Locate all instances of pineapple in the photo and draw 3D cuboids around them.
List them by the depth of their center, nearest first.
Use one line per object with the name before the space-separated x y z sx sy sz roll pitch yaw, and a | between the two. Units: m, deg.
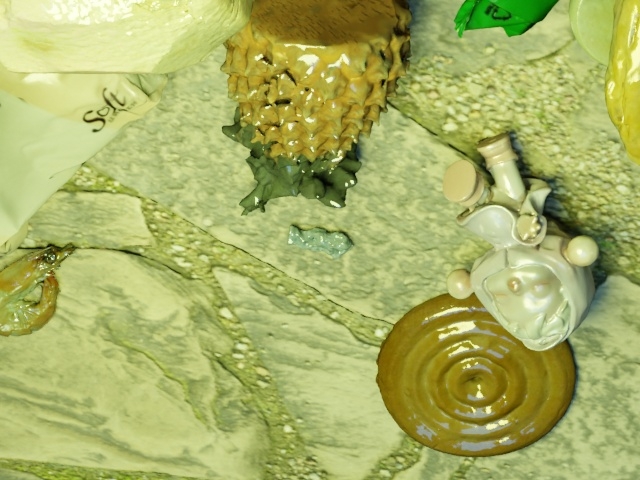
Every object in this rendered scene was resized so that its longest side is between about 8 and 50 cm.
pineapple | -0.018 -0.154 1.859 0.223 0.223 0.357 12 138 0

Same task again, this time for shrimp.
shrimp | -0.377 0.066 2.097 0.099 0.041 0.180 42 114 -17

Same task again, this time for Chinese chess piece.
Chinese chess piece | 0.353 -0.263 1.826 0.144 0.058 0.144 2 121 3

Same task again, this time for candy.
candy | 0.224 -0.273 1.767 0.141 0.203 0.078 -38 78 27

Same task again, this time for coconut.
coconut | -0.231 -0.313 1.618 0.309 0.297 0.297 2 119 11

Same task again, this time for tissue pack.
tissue pack | -0.411 -0.186 1.857 0.390 0.195 0.375 38 117 -24

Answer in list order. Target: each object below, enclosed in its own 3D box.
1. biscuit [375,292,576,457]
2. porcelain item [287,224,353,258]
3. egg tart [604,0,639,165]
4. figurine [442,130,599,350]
biscuit | 0.201 0.180 2.102 0.262 0.037 0.262 2 120 4
porcelain item | 0.000 0.000 2.028 0.083 0.028 0.036 13 136 -2
egg tart | 0.487 -0.244 1.718 0.443 0.178 0.443 -8 118 -15
figurine | 0.240 0.008 1.950 0.200 0.133 0.276 -16 112 28
